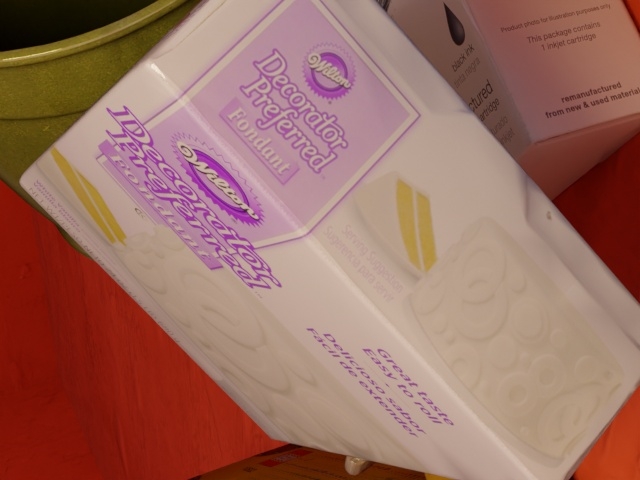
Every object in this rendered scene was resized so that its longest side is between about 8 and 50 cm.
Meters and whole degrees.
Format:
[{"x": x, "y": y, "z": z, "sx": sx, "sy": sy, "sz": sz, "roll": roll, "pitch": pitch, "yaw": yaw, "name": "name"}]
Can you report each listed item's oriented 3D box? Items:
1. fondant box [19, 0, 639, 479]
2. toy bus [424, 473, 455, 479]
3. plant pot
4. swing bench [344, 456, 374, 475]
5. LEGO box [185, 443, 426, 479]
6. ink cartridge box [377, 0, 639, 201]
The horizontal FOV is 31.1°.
[{"x": -0.019, "y": 0.003, "z": 0.593, "sx": 0.238, "sy": 0.096, "sz": 0.330, "roll": 47, "pitch": 159, "yaw": -12, "name": "fondant box"}, {"x": 0.150, "y": 0.278, "z": 0.784, "sx": 0.332, "sy": 0.130, "sz": 0.108, "roll": 65, "pitch": 157, "yaw": 21, "name": "toy bus"}, {"x": -0.185, "y": -0.163, "z": 1.026, "sx": 0.366, "sy": 0.367, "sz": 0.353, "roll": 56, "pitch": 168, "yaw": 37, "name": "plant pot"}, {"x": 0.000, "y": 0.000, "z": 0.885, "sx": 0.255, "sy": 0.165, "sz": 0.253, "roll": 35, "pitch": 143, "yaw": 19, "name": "swing bench"}, {"x": 0.020, "y": 0.417, "z": 1.124, "sx": 0.500, "sy": 0.193, "sz": 0.372, "roll": -15, "pitch": 91, "yaw": 70, "name": "LEGO box"}, {"x": 0.080, "y": -0.138, "z": 0.685, "sx": 0.237, "sy": 0.100, "sz": 0.172, "roll": 68, "pitch": 157, "yaw": 13, "name": "ink cartridge box"}]
